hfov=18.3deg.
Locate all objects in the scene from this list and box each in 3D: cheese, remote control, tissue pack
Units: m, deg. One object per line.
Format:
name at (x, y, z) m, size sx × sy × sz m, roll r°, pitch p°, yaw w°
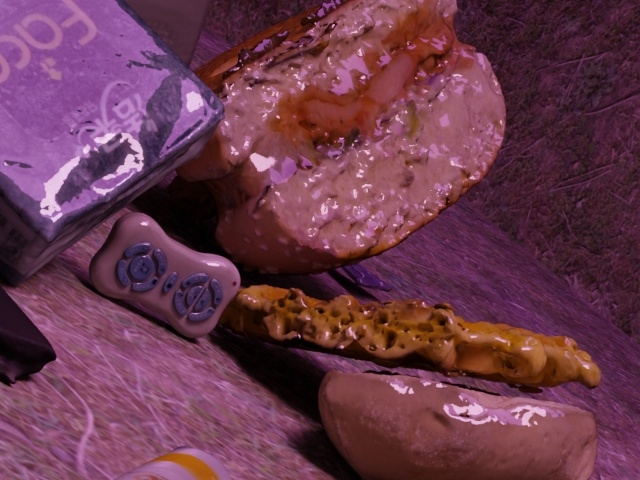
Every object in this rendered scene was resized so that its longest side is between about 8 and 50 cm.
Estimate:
cheese at (0.000, 0.000, 2.366) m, size 0.191 × 0.042 × 0.105 m, roll 39°, pitch 11°, yaw 23°
remote control at (-0.126, 0.029, 1.616) m, size 0.122 × 0.074 × 0.032 m, roll 28°, pitch 8°, yaw -29°
tissue pack at (-0.255, -0.142, 1.520) m, size 0.315 × 0.103 × 0.228 m, roll 46°, pitch 48°, yaw 3°

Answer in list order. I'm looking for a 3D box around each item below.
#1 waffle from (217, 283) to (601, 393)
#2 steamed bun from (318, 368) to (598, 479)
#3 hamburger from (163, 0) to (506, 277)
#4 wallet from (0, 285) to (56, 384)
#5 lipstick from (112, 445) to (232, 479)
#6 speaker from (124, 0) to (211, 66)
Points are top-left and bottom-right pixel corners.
waffle at (0.074, 0.085, 1.708) m, size 0.307 × 0.060 × 0.312 m, roll 11°, pitch -5°, yaw -33°
steamed bun at (0.109, 0.167, 1.590) m, size 0.212 × 0.110 × 0.231 m, roll 9°, pitch -1°, yaw 21°
hamburger at (-0.012, -0.109, 2.107) m, size 0.445 × 0.287 × 0.268 m, roll -39°, pitch 105°, yaw -43°
wallet at (-0.331, -0.040, 1.309) m, size 0.377 × 0.051 × 0.197 m, roll 40°, pitch 8°, yaw 33°
lipstick at (-0.104, 0.156, 1.051) m, size 0.059 × 0.059 × 0.264 m, roll 36°, pitch 9°, yaw 9°
speaker at (-0.314, -0.278, 1.997) m, size 0.406 × 0.183 × 0.184 m, roll 10°, pitch 24°, yaw -25°
